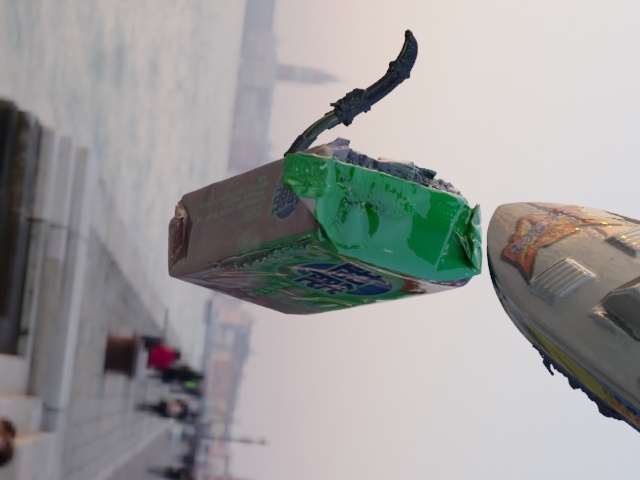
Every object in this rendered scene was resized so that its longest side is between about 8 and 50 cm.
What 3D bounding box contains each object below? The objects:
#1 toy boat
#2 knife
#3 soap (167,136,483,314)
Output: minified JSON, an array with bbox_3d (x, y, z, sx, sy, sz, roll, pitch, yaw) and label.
[{"bbox_3d":[0.190,0.039,0.843,0.295,0.129,0.088,42,-28,54],"label":"toy boat"},{"bbox_3d":[0.043,-0.165,1.626,0.222,0.045,0.021,-44,-167,-10],"label":"knife"},{"bbox_3d":[0.000,-0.003,1.165,0.273,0.218,0.098,-13,-113,56],"label":"soap"}]
